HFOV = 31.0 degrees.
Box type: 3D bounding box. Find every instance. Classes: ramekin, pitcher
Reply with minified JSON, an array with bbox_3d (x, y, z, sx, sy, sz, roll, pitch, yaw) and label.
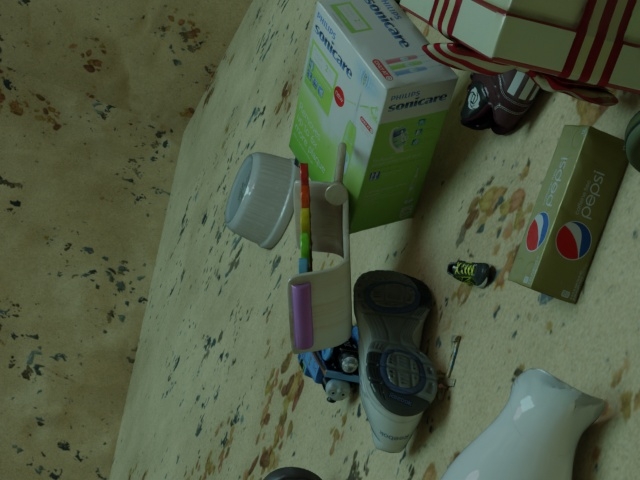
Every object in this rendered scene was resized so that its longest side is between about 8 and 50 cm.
[{"bbox_3d":[-0.129,-0.094,2.501,0.207,0.109,0.207,-160,90,-75],"label":"ramekin"},{"bbox_3d":[0.181,0.235,1.110,0.207,0.126,0.178,-63,-6,-10],"label":"pitcher"}]

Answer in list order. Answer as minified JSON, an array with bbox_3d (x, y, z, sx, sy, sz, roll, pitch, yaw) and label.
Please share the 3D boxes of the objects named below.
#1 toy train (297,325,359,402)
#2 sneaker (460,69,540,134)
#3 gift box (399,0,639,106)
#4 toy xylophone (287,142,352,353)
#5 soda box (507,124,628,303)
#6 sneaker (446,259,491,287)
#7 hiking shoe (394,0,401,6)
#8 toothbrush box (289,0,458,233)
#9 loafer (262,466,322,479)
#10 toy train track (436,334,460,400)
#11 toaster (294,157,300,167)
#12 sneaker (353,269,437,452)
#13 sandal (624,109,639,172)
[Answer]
[{"bbox_3d":[0.019,0.177,1.762,0.184,0.080,0.105,-126,48,-68],"label":"toy train"},{"bbox_3d":[0.219,-0.237,1.538,0.281,0.106,0.162,-101,31,-59],"label":"sneaker"},{"bbox_3d":[0.248,-0.287,1.195,0.276,0.255,0.258,-125,48,-63],"label":"gift box"},{"bbox_3d":[0.000,0.000,1.572,0.322,0.081,0.236,-88,-3,-71],"label":"toy xylophone"},{"bbox_3d":[0.264,-0.030,1.222,0.061,0.058,0.181,-155,84,-74],"label":"soda box"},{"bbox_3d":[0.184,0.041,1.441,0.083,0.035,0.031,163,124,-70],"label":"sneaker"},{"bbox_3d":[0.154,-0.517,2.106,0.114,0.086,0.226,-135,66,-76],"label":"hiking shoe"},{"bbox_3d":[0.067,-0.183,1.676,0.206,0.122,0.283,58,149,33],"label":"toothbrush box"},{"bbox_3d":[-0.103,0.501,1.667,0.130,0.134,0.365,-111,43,-67],"label":"loafer"},{"bbox_3d":[0.156,0.157,1.437,0.048,0.014,0.083,168,121,-71],"label":"toy train track"},{"bbox_3d":[0.055,-0.186,1.911,0.110,0.186,0.168,-146,69,-76],"label":"toaster"},{"bbox_3d":[0.085,0.150,1.525,0.297,0.111,0.129,-84,5,-53],"label":"sneaker"},{"bbox_3d":[0.344,-0.071,0.919,0.303,0.120,0.086,174,101,-72],"label":"sandal"}]
